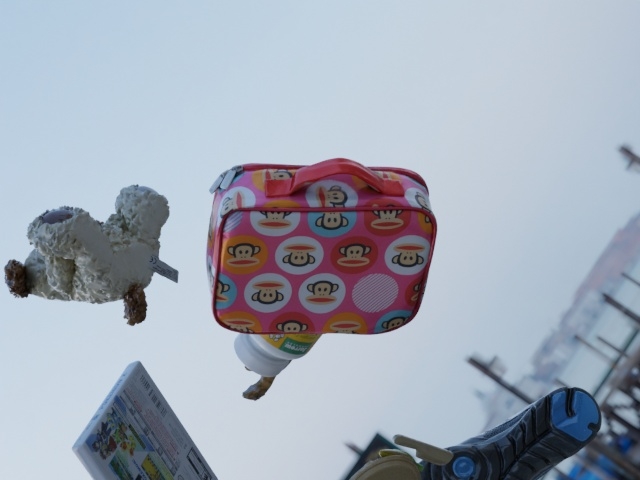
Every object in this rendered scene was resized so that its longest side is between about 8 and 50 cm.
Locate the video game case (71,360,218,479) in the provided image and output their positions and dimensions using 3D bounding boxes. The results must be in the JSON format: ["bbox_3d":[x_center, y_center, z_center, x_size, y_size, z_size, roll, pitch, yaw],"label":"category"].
[{"bbox_3d":[-0.341,0.449,2.464,0.036,0.329,0.300,-22,19,24],"label":"video game case"}]

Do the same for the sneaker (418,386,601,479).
[{"bbox_3d":[0.273,0.347,1.882,0.341,0.125,0.139,-27,-16,-2],"label":"sneaker"}]

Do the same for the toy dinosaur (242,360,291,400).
[{"bbox_3d":[-0.059,0.167,1.965,0.211,0.112,0.064,-49,-12,26],"label":"toy dinosaur"}]

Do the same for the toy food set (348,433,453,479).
[{"bbox_3d":[0.079,0.334,1.656,0.132,0.038,0.192,28,-76,-39],"label":"toy food set"}]

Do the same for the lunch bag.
[{"bbox_3d":[0.000,0.000,1.598,0.120,0.293,0.258,-99,14,-48],"label":"lunch bag"}]

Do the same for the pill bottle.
[{"bbox_3d":[-0.041,0.102,1.836,0.208,0.117,0.117,-53,-9,27],"label":"pill bottle"}]

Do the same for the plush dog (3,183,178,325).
[{"bbox_3d":[-0.377,0.037,1.980,0.262,0.225,0.210,-23,-78,-48],"label":"plush dog"}]
